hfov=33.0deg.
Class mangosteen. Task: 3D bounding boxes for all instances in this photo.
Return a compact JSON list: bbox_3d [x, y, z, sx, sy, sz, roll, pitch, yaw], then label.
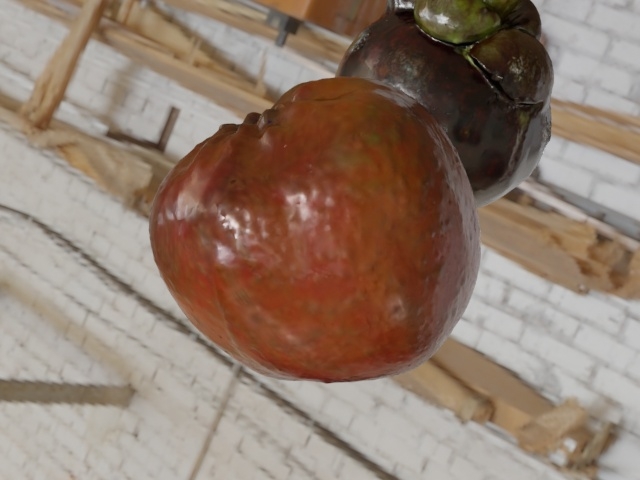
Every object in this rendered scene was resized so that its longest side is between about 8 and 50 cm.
[{"bbox_3d":[0.090,-0.112,0.777,0.172,0.184,0.172,5,177,0],"label":"mangosteen"}]

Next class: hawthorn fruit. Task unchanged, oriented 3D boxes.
[{"bbox_3d":[0.000,0.000,0.415,0.128,0.128,0.128,23,-172,-3],"label":"hawthorn fruit"}]
